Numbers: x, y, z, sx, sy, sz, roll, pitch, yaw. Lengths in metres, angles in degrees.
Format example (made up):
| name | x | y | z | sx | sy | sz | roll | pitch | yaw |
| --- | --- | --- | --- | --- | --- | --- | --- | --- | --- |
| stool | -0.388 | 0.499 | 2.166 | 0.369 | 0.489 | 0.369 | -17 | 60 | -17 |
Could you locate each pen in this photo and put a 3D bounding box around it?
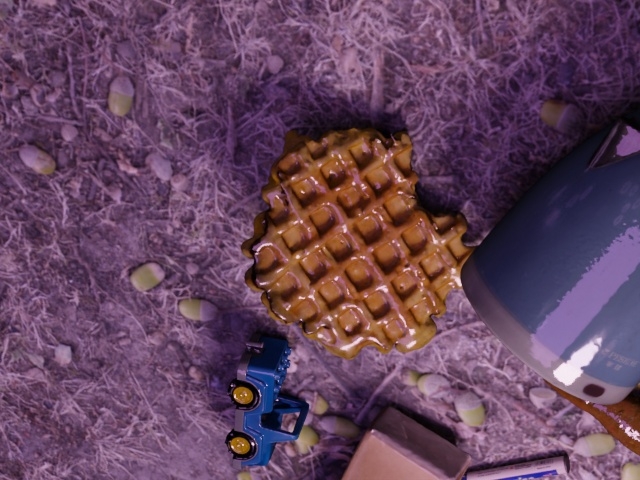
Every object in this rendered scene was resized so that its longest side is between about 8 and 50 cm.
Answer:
| name | x | y | z | sx | sy | sz | roll | pitch | yaw |
| --- | --- | --- | --- | --- | --- | --- | --- | --- | --- |
| pen | 0.242 | 0.323 | 2.030 | 0.204 | 0.025 | 0.025 | -14 | 112 | 21 |

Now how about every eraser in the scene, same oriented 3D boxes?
| name | x | y | z | sx | sy | sz | roll | pitch | yaw |
| --- | --- | --- | --- | --- | --- | --- | --- | --- | --- |
| eraser | 0.074 | 0.399 | 2.070 | 0.144 | 0.078 | 0.343 | 31 | 122 | 11 |

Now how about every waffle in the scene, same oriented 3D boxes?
| name | x | y | z | sx | sy | sz | roll | pitch | yaw |
| --- | --- | --- | --- | --- | --- | --- | --- | --- | --- |
| waffle | 0.051 | -0.001 | 1.837 | 0.300 | 0.058 | 0.282 | 32 | 89 | -15 |

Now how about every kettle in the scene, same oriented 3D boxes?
| name | x | y | z | sx | sy | sz | roll | pitch | yaw |
| --- | --- | --- | --- | --- | --- | --- | --- | --- | --- |
| kettle | 0.387 | -0.003 | 1.732 | 0.319 | 0.247 | 0.342 | 22 | 116 | -34 |

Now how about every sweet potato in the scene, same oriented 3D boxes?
| name | x | y | z | sx | sy | sz | roll | pitch | yaw |
| --- | --- | --- | --- | --- | --- | --- | --- | --- | --- |
| sweet potato | 0.393 | 0.229 | 1.924 | 0.274 | 0.067 | 0.067 | 34 | 120 | 2 |

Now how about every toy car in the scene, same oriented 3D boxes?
| name | x | y | z | sx | sy | sz | roll | pitch | yaw |
| --- | --- | --- | --- | --- | --- | --- | --- | --- | --- |
| toy car | -0.069 | 0.222 | 2.017 | 0.100 | 0.097 | 0.191 | 10 | 119 | 8 |
